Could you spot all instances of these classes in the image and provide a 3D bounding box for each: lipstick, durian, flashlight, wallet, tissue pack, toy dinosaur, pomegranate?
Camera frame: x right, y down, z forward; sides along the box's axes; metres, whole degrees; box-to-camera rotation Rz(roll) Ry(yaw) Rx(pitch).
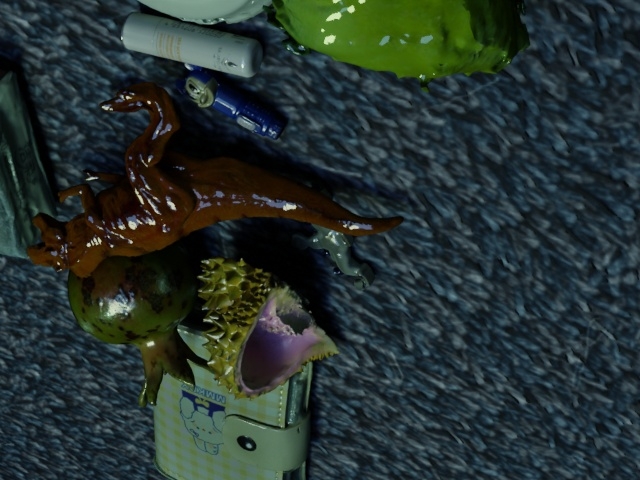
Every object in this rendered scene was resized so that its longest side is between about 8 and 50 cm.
[{"bbox_3d":[-0.125,-0.193,1.455,0.141,0.040,0.040,15,137,18],"label":"lipstick"},{"bbox_3d":[-0.068,0.087,1.627,0.132,0.182,0.165,-20,90,16],"label":"durian"},{"bbox_3d":[-0.093,-0.138,1.493,0.121,0.035,0.057,32,140,1],"label":"flashlight"},{"bbox_3d":[-0.118,0.210,1.844,0.223,0.077,0.310,22,138,17],"label":"wallet"},{"bbox_3d":[-0.471,-0.117,1.704,0.315,0.103,0.228,13,138,23],"label":"tissue pack"},{"bbox_3d":[-0.147,-0.070,1.528,0.432,0.097,0.208,-9,105,24],"label":"toy dinosaur"},{"bbox_3d":[-0.207,0.079,1.667,0.156,0.220,0.156,-11,164,-3],"label":"pomegranate"},{"bbox_3d":[0.017,-0.279,1.154,0.255,0.204,0.340,17,138,35],"label":"durian"}]

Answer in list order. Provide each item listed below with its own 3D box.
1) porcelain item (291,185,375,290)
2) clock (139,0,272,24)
[{"bbox_3d":[0.000,0.000,1.585,0.075,0.021,0.136,-5,128,36],"label":"porcelain item"},{"bbox_3d":[-0.141,-0.287,1.360,0.236,0.053,0.236,18,138,18],"label":"clock"}]
